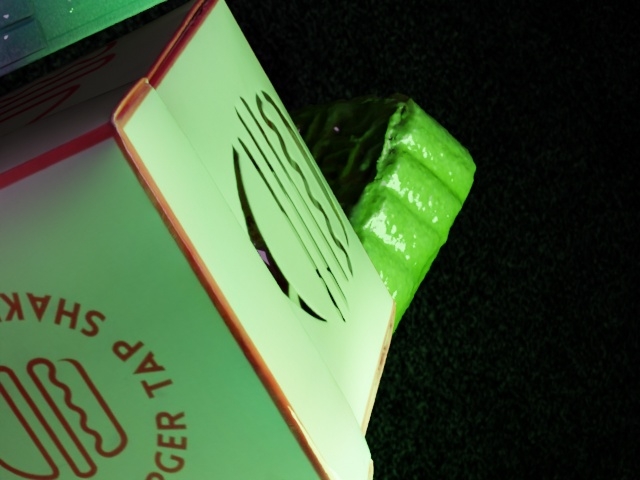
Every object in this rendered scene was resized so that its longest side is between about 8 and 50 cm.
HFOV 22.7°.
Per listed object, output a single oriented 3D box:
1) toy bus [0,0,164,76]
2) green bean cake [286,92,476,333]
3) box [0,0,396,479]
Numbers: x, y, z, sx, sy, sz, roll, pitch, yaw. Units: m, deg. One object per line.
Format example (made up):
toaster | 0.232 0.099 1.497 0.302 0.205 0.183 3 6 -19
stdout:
toy bus | -0.240 -0.185 1.278 0.262 0.109 0.091 -35 114 -39
green bean cake | 0.000 0.000 1.392 0.125 0.222 0.248 36 63 -37
box | -0.153 0.049 1.124 0.314 0.312 0.300 60 21 -19
